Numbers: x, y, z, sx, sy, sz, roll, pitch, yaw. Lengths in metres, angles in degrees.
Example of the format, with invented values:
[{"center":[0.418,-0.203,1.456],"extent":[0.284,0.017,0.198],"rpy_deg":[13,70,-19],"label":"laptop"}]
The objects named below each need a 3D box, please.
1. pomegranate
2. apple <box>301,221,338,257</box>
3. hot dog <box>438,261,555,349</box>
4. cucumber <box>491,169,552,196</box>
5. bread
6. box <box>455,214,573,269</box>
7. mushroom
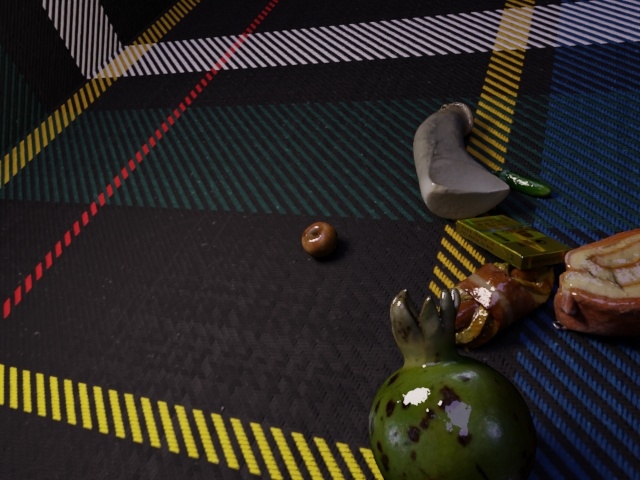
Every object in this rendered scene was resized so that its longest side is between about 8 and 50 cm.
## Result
[{"center":[0.172,0.228,0.753],"extent":[0.242,0.306,0.242],"rpy_deg":[-10,24,4],"label":"pomegranate"},{"center":[0.000,0.000,1.237],"extent":[0.084,0.071,0.084],"rpy_deg":[-15,45,15],"label":"apple"},{"center":[0.315,0.100,0.998],"extent":[0.261,0.093,0.123],"rpy_deg":[-32,43,-14],"label":"hot dog"},{"center":[0.444,-0.130,1.239],"extent":[0.037,0.037,0.155],"rpy_deg":[-39,45,-21],"label":"cucumber"},{"center":[0.511,0.076,0.933],"extent":[0.244,0.123,0.190],"rpy_deg":[-21,43,0],"label":"bread"},{"center":[0.369,-0.001,1.071],"extent":[0.121,0.030,0.193],"rpy_deg":[-7,23,-22],"label":"box"},{"center":[0.304,-0.210,1.310],"extent":[0.177,0.126,0.397],"rpy_deg":[-4,43,2],"label":"mushroom"}]
